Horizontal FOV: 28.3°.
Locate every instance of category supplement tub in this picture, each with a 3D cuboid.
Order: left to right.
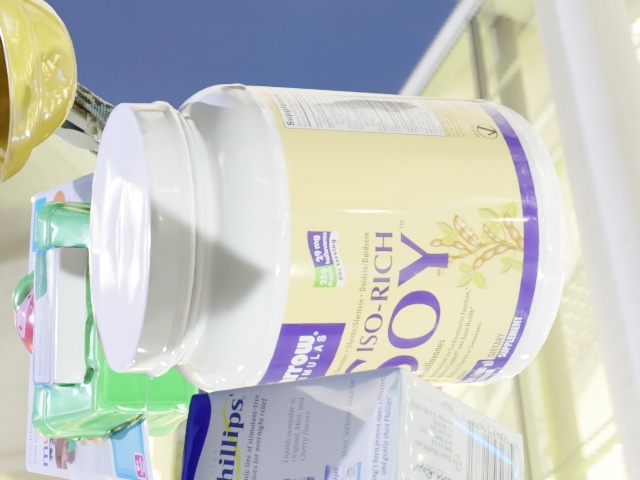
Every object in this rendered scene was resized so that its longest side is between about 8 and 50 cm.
[{"bbox_3d":[0.000,0.000,1.010,0.331,0.241,0.241,0,-39,-22],"label":"supplement tub"}]

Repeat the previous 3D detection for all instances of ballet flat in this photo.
[{"bbox_3d":[-0.284,-0.146,1.354,0.188,0.070,0.070,30,-45,0],"label":"ballet flat"}]

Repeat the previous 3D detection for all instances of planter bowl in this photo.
[{"bbox_3d":[-0.275,-0.151,1.114,0.090,0.217,0.217,-12,-31,-34],"label":"planter bowl"}]

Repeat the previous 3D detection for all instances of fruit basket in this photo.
[{"bbox_3d":[-0.257,0.088,1.323,0.165,0.327,0.353,5,-7,-37],"label":"fruit basket"}]

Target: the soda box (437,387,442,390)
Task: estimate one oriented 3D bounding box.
[{"bbox_3d":[0.128,0.064,1.661,0.083,0.092,0.263,6,-79,-18],"label":"soda box"}]

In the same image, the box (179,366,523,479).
[{"bbox_3d":[0.017,0.124,0.666,0.137,0.072,0.126,-12,-29,35],"label":"box"}]
